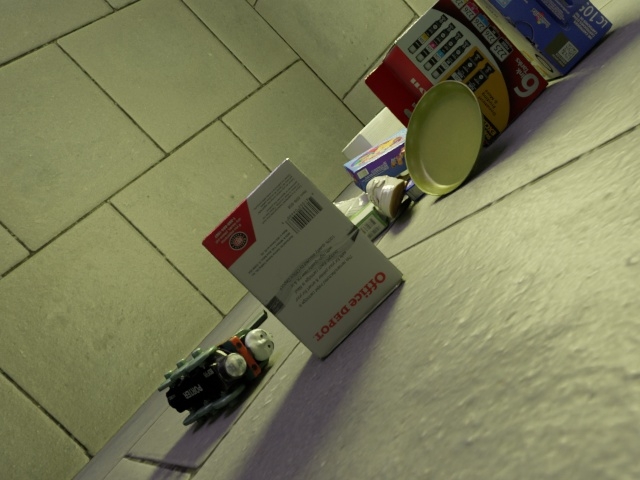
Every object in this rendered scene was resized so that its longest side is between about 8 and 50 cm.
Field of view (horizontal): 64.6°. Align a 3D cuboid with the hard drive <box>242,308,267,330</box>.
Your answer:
[{"bbox_3d":[-0.232,0.291,1.703,0.135,0.022,0.094,-45,5,-5],"label":"hard drive"}]

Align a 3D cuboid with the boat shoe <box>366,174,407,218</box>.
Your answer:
[{"bbox_3d":[0.162,-0.119,1.295,0.277,0.096,0.098,-32,-41,-76],"label":"boat shoe"}]

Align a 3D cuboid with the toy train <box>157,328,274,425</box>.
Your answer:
[{"bbox_3d":[-0.233,0.295,1.141,0.190,0.142,0.334,-36,-2,-45],"label":"toy train"}]

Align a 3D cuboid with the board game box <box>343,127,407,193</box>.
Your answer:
[{"bbox_3d":[0.253,-0.283,1.585,0.347,0.078,0.233,-31,15,3],"label":"board game box"}]

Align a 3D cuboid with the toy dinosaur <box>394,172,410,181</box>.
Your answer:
[{"bbox_3d":[0.242,-0.177,1.521,0.211,0.064,0.112,-39,7,44],"label":"toy dinosaur"}]

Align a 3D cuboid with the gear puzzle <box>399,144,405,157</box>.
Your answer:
[{"bbox_3d":[0.370,-0.308,1.324,0.339,0.044,0.175,-30,21,1],"label":"gear puzzle"}]

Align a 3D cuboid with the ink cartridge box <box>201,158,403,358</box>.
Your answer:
[{"bbox_3d":[-0.028,0.031,0.859,0.197,0.273,0.114,-44,2,0],"label":"ink cartridge box"}]

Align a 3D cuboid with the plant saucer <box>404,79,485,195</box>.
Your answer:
[{"bbox_3d":[0.267,-0.214,1.077,0.037,0.240,0.241,2,-20,-28],"label":"plant saucer"}]

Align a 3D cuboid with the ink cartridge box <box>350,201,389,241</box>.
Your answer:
[{"bbox_3d":[0.131,-0.051,1.392,0.109,0.062,0.209,-43,5,17],"label":"ink cartridge box"}]

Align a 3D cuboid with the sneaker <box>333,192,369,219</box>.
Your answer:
[{"bbox_3d":[0.080,-0.087,1.691,0.297,0.129,0.111,-45,3,-19],"label":"sneaker"}]

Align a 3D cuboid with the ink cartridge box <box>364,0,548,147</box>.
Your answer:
[{"bbox_3d":[0.305,-0.364,1.167,0.272,0.309,0.130,-46,6,-4],"label":"ink cartridge box"}]

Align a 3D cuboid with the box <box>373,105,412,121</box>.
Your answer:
[{"bbox_3d":[0.436,-0.539,1.919,0.343,0.178,0.312,-35,0,-35],"label":"box"}]

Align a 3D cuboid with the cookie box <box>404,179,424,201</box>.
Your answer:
[{"bbox_3d":[0.269,-0.157,1.279,0.107,0.040,0.092,-41,8,33],"label":"cookie box"}]

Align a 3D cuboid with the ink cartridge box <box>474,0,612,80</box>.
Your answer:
[{"bbox_3d":[0.479,-0.511,1.186,0.151,0.270,0.395,-47,5,12],"label":"ink cartridge box"}]

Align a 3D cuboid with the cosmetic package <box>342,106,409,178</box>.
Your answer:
[{"bbox_3d":[0.240,-0.328,1.821,0.224,0.224,0.138,-47,6,-34],"label":"cosmetic package"}]
